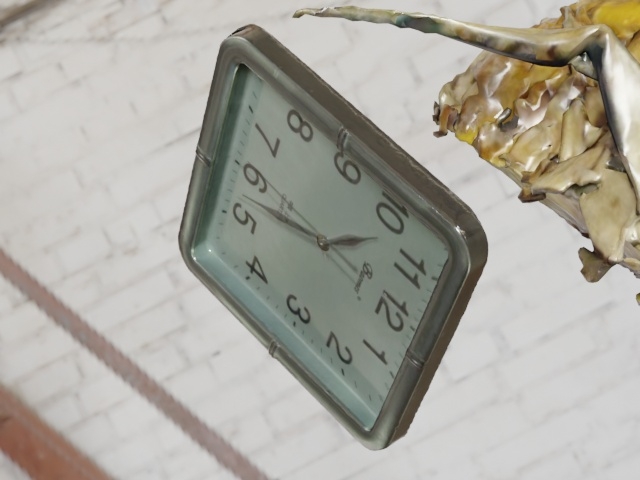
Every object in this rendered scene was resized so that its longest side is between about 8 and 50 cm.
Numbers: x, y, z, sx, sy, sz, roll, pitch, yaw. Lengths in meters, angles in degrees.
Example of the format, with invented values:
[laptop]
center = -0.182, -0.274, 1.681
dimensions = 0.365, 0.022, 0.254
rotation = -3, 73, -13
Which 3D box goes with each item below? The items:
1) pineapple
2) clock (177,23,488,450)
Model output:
[pineapple]
center = 0.178, -0.022, 0.489
dimensions = 0.161, 0.334, 0.158
rotation = -52, -19, 14
[clock]
center = 0.000, 0.000, 1.122
dimensions = 0.049, 0.279, 0.273
rotation = -30, -27, -36
